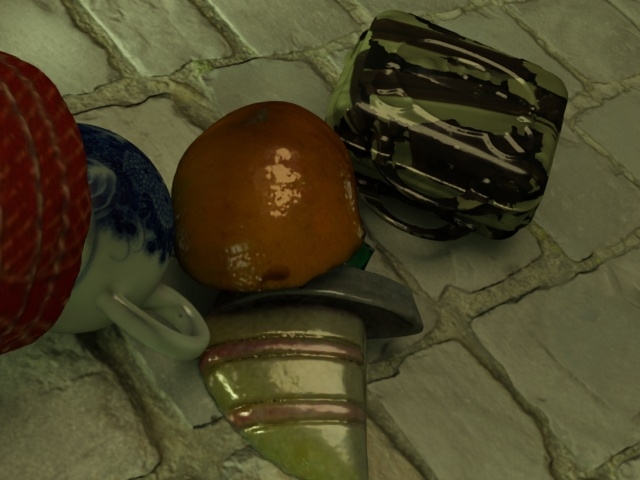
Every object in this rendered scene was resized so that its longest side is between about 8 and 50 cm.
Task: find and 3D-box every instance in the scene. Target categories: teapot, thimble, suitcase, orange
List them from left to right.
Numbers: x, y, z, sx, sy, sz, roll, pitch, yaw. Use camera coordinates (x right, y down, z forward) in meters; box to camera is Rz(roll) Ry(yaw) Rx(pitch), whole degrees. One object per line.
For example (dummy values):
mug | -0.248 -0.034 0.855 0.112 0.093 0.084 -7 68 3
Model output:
thimble | -0.425 -0.035 1.176 0.350 0.350 0.230 40 18 16
teapot | -0.290 -0.015 1.406 0.424 0.252 0.280 45 13 9
orange | -0.072 -0.053 1.513 0.274 0.274 0.310 7 63 -15
suitcase | 0.172 -0.147 1.717 0.352 0.194 0.339 22 52 0

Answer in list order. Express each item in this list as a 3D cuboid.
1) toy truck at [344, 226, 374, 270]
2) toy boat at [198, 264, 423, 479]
toy truck | 0.000 0.000 1.603 0.147 0.065 0.079 34 49 9
toy boat | -0.027 0.143 1.443 0.276 0.111 0.293 19 55 6
